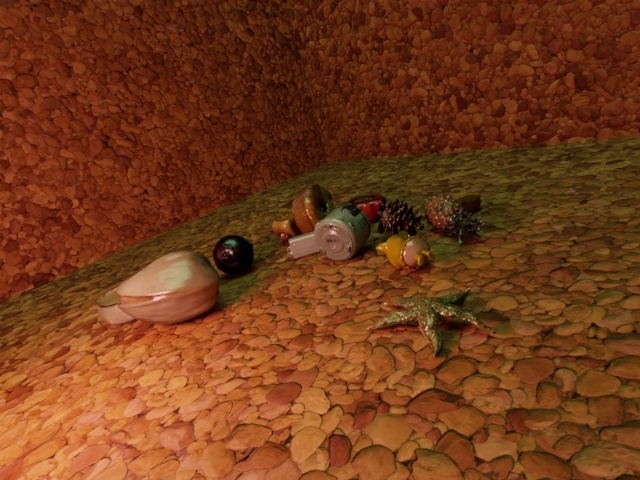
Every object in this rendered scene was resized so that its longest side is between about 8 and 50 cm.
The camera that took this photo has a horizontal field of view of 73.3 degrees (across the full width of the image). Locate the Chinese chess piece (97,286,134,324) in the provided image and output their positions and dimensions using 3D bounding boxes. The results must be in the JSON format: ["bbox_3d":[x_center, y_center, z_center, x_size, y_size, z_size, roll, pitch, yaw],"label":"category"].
[{"bbox_3d":[-0.878,0.280,1.964,0.258,0.104,0.257,-13,19,5],"label":"Chinese chess piece"}]

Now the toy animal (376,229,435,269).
[{"bbox_3d":[0.338,0.038,1.669,0.156,0.155,0.230,-24,24,-23],"label":"toy animal"}]

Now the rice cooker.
[{"bbox_3d":[0.102,-0.042,1.942,0.226,0.225,0.244,-2,24,34],"label":"rice cooker"}]

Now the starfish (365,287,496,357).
[{"bbox_3d":[0.309,0.223,1.276,0.358,0.078,0.347,-14,22,4],"label":"starfish"}]

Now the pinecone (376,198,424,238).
[{"bbox_3d":[0.361,-0.082,1.938,0.169,0.185,0.212,-11,30,-34],"label":"pinecone"}]

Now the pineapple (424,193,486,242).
[{"bbox_3d":[0.585,-0.086,1.839,0.169,0.169,0.340,-19,27,-12],"label":"pineapple"}]

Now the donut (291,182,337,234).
[{"bbox_3d":[-0.024,-0.158,2.291,0.150,0.298,0.317,-21,-10,27],"label":"donut"}]

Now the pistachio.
[{"bbox_3d":[-0.601,0.191,1.734,0.446,0.281,0.365,-8,5,22],"label":"pistachio"}]

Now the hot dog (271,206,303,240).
[{"bbox_3d":[-0.150,-0.081,2.359,0.151,0.153,0.257,1,26,30],"label":"hot dog"}]

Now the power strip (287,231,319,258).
[{"bbox_3d":[0.000,0.000,2.096,0.339,0.098,0.058,-16,16,-4],"label":"power strip"}]

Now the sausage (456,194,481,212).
[{"bbox_3d":[0.695,-0.169,2.065,0.179,0.089,0.089,-19,18,-27],"label":"sausage"}]

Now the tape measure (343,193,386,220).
[{"bbox_3d":[0.253,-0.176,2.381,0.254,0.113,0.260,-9,16,18],"label":"tape measure"}]

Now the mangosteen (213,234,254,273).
[{"bbox_3d":[-0.421,0.070,2.095,0.210,0.209,0.210,-14,19,5],"label":"mangosteen"}]
